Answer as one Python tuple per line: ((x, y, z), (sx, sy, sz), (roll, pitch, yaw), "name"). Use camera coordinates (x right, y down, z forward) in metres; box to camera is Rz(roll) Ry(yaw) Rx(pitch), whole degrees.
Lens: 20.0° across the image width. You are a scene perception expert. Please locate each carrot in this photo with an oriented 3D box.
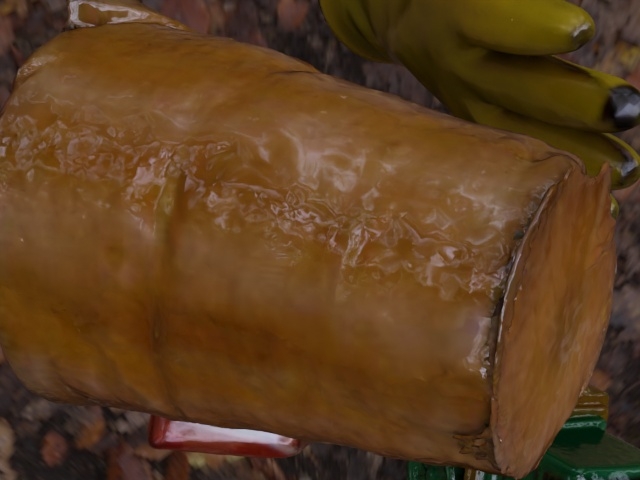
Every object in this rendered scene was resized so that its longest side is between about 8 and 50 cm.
((0.000, 0.000, 0.795), (0.254, 0.196, 0.196), (11, 75, 27), "carrot")

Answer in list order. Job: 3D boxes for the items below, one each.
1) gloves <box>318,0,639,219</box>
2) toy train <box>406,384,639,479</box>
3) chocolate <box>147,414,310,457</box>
((0.100, -0.106, 0.982), (0.116, 0.294, 0.133), (-33, 122, -4), "gloves")
((0.110, 0.169, 0.940), (0.091, 0.136, 0.228), (2, 98, -31), "toy train")
((-0.029, 0.028, 1.248), (0.108, 0.235, 0.237), (12, 90, 6), "chocolate")
